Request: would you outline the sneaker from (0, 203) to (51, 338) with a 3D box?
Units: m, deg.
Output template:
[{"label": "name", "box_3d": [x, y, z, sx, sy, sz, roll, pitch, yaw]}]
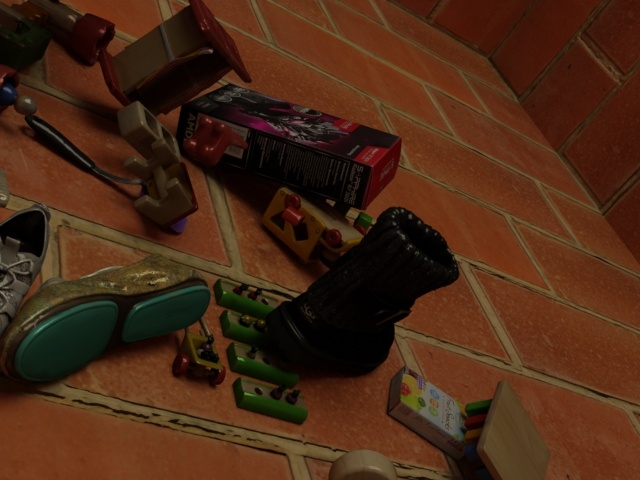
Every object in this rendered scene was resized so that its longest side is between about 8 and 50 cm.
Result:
[{"label": "sneaker", "box_3d": [-0.380, 0.044, 1.072, 0.105, 0.115, 0.281, 31, 27, -16]}]

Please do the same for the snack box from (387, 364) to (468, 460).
[{"label": "snack box", "box_3d": [0.176, 0.273, 1.521, 0.141, 0.037, 0.100, 36, 27, -9]}]

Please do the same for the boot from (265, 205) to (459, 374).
[{"label": "boot", "box_3d": [0.097, 0.081, 1.441, 0.131, 0.260, 0.348, 53, 16, 17]}]

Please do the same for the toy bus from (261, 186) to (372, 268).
[{"label": "toy bus", "box_3d": [-0.006, -0.008, 1.665, 0.190, 0.104, 0.202, 23, 25, -19]}]

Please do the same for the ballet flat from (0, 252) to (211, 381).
[{"label": "ballet flat", "box_3d": [-0.275, 0.083, 1.159, 0.123, 0.123, 0.348, 47, 28, 16]}]

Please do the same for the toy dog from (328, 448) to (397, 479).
[{"label": "toy dog", "box_3d": [0.089, 0.409, 1.110, 0.334, 0.161, 0.220, 53, 22, -4]}]

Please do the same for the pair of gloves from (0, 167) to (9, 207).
[{"label": "pair of gloves", "box_3d": [-0.529, -0.124, 1.240, 0.204, 0.042, 0.240, 5, 39, -44]}]

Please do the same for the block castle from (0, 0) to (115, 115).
[{"label": "block castle", "box_3d": [-0.420, -0.393, 1.527, 0.212, 0.303, 0.453, 31, 26, -2]}]

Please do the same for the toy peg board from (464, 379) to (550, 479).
[{"label": "toy peg board", "box_3d": [0.276, 0.334, 1.488, 0.161, 0.079, 0.161, 57, 36, -18]}]

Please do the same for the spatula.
[{"label": "spatula", "box_3d": [-0.330, -0.107, 1.482, 0.296, 0.030, 0.084, 32, 21, -12]}]

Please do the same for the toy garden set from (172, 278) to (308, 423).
[{"label": "toy garden set", "box_3d": [-0.119, 0.130, 1.353, 0.203, 0.049, 0.244, 22, 30, -31]}]

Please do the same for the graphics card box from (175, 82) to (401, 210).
[{"label": "graphics card box", "box_3d": [-0.053, -0.179, 1.751, 0.370, 0.094, 0.233, 18, 24, 12]}]

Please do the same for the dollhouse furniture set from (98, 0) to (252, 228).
[{"label": "dollhouse furniture set", "box_3d": [-0.209, -0.199, 1.532, 0.152, 0.201, 0.374, 47, 17, -53]}]
